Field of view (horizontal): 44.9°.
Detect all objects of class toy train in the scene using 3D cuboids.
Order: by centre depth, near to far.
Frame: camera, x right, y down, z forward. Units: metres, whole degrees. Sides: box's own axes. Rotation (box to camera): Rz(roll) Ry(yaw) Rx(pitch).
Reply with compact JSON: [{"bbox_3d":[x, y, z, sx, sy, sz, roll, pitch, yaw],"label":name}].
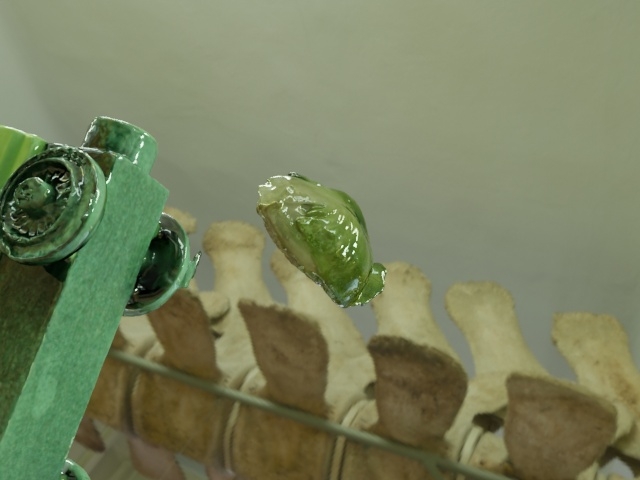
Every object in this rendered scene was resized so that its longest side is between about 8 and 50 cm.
[{"bbox_3d":[-0.169,0.053,0.381,0.157,0.253,0.105,10,-15,27],"label":"toy train"}]

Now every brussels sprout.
[{"bbox_3d":[0.002,-0.002,0.814,0.101,0.139,0.181,-26,-45,2],"label":"brussels sprout"}]
